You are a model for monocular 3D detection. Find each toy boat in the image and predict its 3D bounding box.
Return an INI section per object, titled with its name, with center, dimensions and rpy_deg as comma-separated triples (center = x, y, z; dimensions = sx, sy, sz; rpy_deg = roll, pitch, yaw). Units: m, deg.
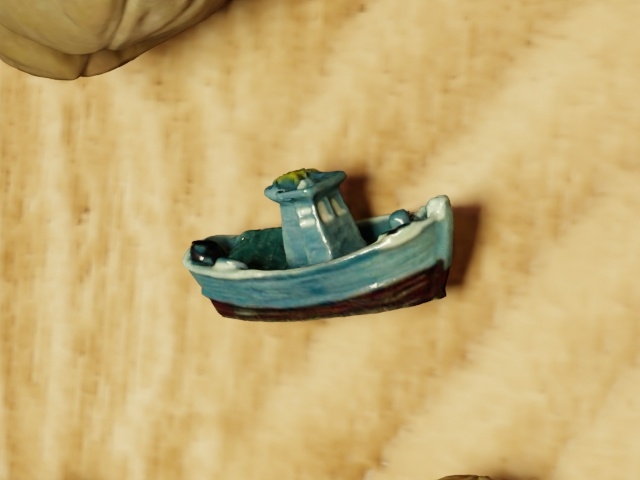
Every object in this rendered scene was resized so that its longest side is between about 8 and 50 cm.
[toy boat]
center = 0.000, 0.000, 0.706
dimensions = 0.137, 0.060, 0.061
rpy_deg = -2, 108, 39

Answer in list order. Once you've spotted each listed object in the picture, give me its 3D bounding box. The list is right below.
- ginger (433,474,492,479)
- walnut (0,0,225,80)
[ginger]
center = 0.048, 0.194, 0.654
dimensions = 0.104, 0.080, 0.204
rpy_deg = 20, 102, 40
[walnut]
center = -0.097, -0.188, 0.722
dimensions = 0.178, 0.178, 0.230
rpy_deg = -5, 76, 35
